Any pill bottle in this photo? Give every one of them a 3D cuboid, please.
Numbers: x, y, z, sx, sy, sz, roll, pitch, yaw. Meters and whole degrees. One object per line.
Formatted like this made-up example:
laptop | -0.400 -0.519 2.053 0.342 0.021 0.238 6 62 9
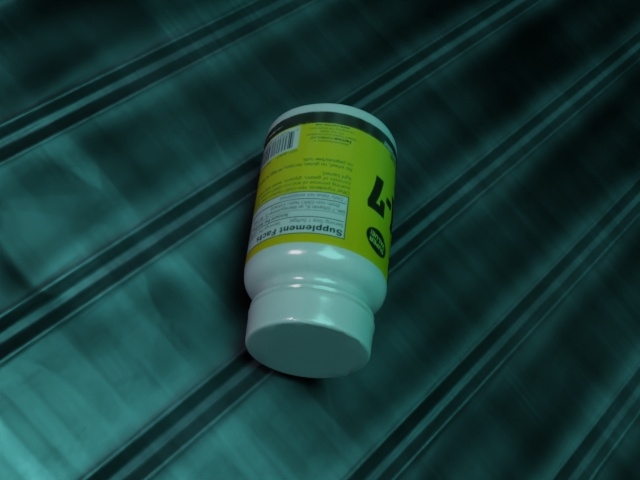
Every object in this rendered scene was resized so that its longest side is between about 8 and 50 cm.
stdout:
pill bottle | 0.000 0.000 0.846 0.119 0.119 0.208 20 56 -19
